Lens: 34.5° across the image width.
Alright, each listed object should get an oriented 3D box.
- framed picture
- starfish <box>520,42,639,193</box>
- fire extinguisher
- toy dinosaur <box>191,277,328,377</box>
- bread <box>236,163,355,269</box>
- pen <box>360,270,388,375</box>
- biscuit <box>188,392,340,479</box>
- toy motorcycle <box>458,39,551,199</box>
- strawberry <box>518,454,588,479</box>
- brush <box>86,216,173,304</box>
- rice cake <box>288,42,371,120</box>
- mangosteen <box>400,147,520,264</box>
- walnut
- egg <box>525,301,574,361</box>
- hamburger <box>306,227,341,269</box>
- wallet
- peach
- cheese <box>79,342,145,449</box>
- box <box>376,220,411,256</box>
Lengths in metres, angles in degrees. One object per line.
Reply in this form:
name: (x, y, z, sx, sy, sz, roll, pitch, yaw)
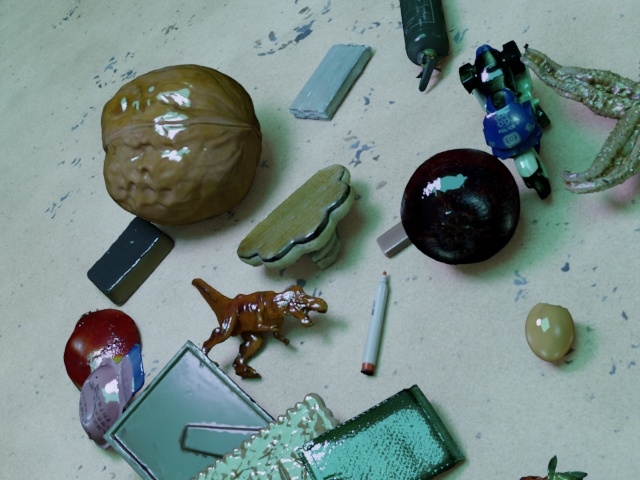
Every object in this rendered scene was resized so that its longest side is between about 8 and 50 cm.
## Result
framed picture: (-0.214, 0.372, 1.886, 0.335, 0.022, 0.247, 37, 82, 27)
starfish: (0.537, -0.264, 1.853, 0.324, 0.082, 0.432, -8, 58, 7)
fire extinguisher: (0.225, -0.466, 2.263, 0.114, 0.095, 0.311, 123, 153, -43)
toy dinosaur: (-0.172, 0.168, 2.036, 0.432, 0.097, 0.208, 2, 63, 43)
bread: (-0.035, -0.033, 2.057, 0.286, 0.056, 0.207, -41, 30, -1)
pen: (0.103, 0.149, 1.908, 0.026, 0.026, 0.218, -9, 53, 30)
biscuit: (-0.082, 0.431, 1.775, 0.325, 0.044, 0.217, -37, 57, 2)
toy motorcycle: (0.351, -0.232, 1.909, 0.125, 0.196, 0.331, -25, 47, 18)
strawberry: (0.335, 0.417, 1.490, 0.140, 0.085, 0.192, -21, 48, 19)
brush: (-0.436, 0.042, 2.349, 0.197, 0.059, 0.123, -50, 45, -8)
rice cake: (0.026, -0.368, 2.362, 0.124, 0.038, 0.211, 11, 64, 41)
mangosteen: (0.257, -0.068, 1.850, 0.216, 0.216, 0.216, -19, 48, 22)
walnut: (-0.308, -0.209, 2.285, 0.398, 0.308, 0.354, -4, 88, 33)
egg: (0.372, 0.150, 1.678, 0.080, 0.080, 0.096, 0, 63, 35)
hamburger: (-0.002, -0.003, 2.085, 0.084, 0.054, 0.121, -46, 36, -2)
wallet: (0.097, 0.355, 1.696, 0.236, 0.055, 0.160, -29, 54, -5)
peach: (-0.491, 0.222, 2.244, 0.189, 0.068, 0.279, -44, 43, -4)
cheese: (-0.415, 0.308, 2.054, 0.286, 0.074, 0.189, -47, 48, 40)
box: (0.164, -0.015, 1.995, 0.115, 0.025, 0.048, -36, 49, 6)
